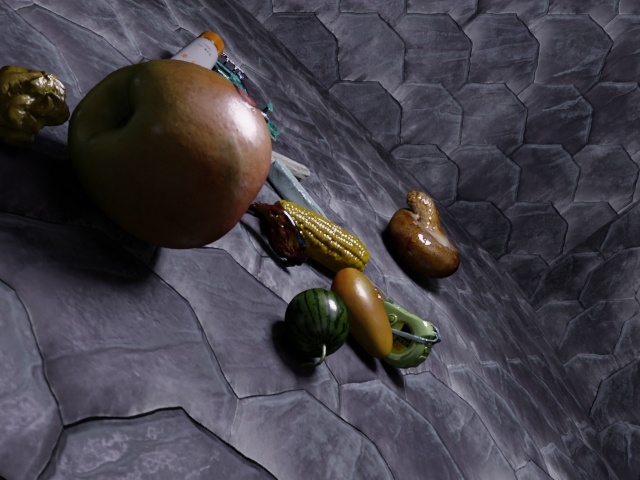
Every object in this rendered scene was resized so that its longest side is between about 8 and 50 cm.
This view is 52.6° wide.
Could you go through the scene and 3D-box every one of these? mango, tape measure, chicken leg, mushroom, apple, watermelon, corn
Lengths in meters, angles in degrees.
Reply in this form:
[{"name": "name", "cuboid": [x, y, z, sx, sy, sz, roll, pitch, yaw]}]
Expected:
[{"name": "mango", "cuboid": [0.102, 0.183, 1.624, 0.138, 0.113, 0.254, 18, 43, -62]}, {"name": "tape measure", "cuboid": [0.217, 0.252, 1.671, 0.177, 0.154, 0.087, 25, -3, 40]}, {"name": "chicken leg", "cuboid": [-0.124, -0.039, 1.578, 0.253, 0.106, 0.051, 41, -7, -5]}, {"name": "mushroom", "cuboid": [0.384, 0.009, 2.433, 0.345, 0.239, 0.345, 24, 48, -29]}, {"name": "apple", "cuboid": [-0.268, -0.166, 1.149, 0.305, 0.338, 0.339, 38, 22, -38]}, {"name": "watermelon", "cuboid": [-0.004, 0.185, 1.349, 0.140, 0.140, 0.187, 35, 24, -33]}, {"name": "corn", "cuboid": [0.000, 0.000, 1.741, 0.363, 0.120, 0.120, 28, 28, -39]}]

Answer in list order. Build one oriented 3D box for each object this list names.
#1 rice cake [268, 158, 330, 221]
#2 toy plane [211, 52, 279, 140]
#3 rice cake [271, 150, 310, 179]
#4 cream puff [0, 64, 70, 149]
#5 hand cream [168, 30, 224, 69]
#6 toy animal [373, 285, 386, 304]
[{"name": "rice cake", "cuboid": [-0.041, -0.094, 1.899, 0.336, 0.066, 0.063, 52, 19, 6]}, {"name": "toy plane", "cuboid": [-0.271, -0.463, 2.061, 0.381, 0.106, 0.155, 40, 28, -27]}, {"name": "rice cake", "cuboid": [-0.121, -0.241, 2.023, 0.057, 0.052, 0.256, 55, 20, 26]}, {"name": "cream puff", "cuboid": [-0.498, -0.235, 1.084, 0.121, 0.156, 0.156, 58, 12, -34]}, {"name": "hand cream", "cuboid": [-0.380, -0.497, 1.855, 0.139, 0.089, 0.314, 40, 45, -20]}, {"name": "toy animal", "cuboid": [0.178, 0.204, 1.833, 0.275, 0.054, 0.149, 39, 24, -27]}]
